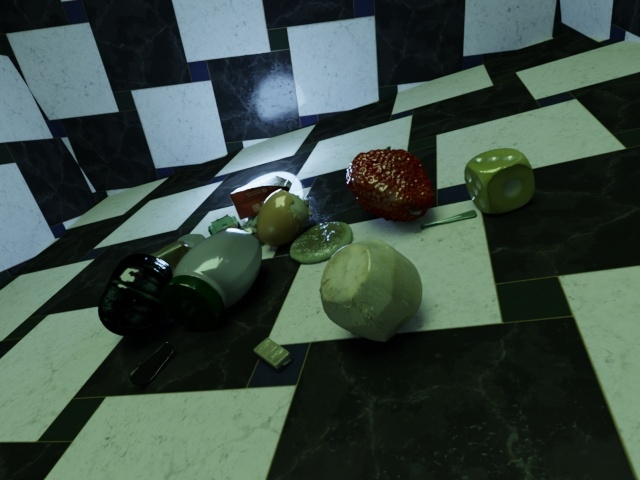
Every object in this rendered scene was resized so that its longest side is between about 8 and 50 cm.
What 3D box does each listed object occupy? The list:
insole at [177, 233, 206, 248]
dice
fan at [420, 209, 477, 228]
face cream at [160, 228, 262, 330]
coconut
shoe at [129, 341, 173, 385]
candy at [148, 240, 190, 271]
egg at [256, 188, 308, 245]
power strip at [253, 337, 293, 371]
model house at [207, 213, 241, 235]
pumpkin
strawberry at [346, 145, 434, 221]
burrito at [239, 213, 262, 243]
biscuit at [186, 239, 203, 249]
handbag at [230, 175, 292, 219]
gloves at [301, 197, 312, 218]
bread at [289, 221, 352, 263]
[{"bbox_3d":[-0.595,0.012,2.043,0.119,0.009,0.348,-34,31,-26],"label":"insole"},{"bbox_3d":[0.593,-0.200,1.424,0.166,0.169,0.169,-20,27,2],"label":"dice"},{"bbox_3d":[0.439,-0.070,1.471,0.193,0.016,0.038,-15,30,12],"label":"fan"},{"bbox_3d":[-0.373,0.119,1.505,0.312,0.220,0.357,-7,31,26],"label":"face cream"},{"bbox_3d":[0.135,0.134,1.104,0.245,0.247,0.245,-28,46,32],"label":"coconut"},{"bbox_3d":[-0.525,0.382,1.321,0.053,0.062,0.159,-14,26,43],"label":"shoe"},{"bbox_3d":[-0.700,0.091,1.931,0.234,0.102,0.104,-29,28,-19],"label":"candy"},{"bbox_3d":[-0.159,-0.087,1.744,0.244,0.201,0.201,-50,29,1],"label":"egg"},{"bbox_3d":[-0.130,0.314,1.176,0.056,0.032,0.123,-38,32,-26],"label":"power strip"},{"bbox_3d":[-0.424,-0.024,1.941,0.148,0.119,0.149,-24,39,-12],"label":"model house"},{"bbox_3d":[-0.642,0.198,1.525,0.315,0.238,0.315,-53,18,26],"label":"pumpkin"},{"bbox_3d":[0.258,-0.190,1.571,0.312,0.267,0.351,-1,36,-25],"label":"strawberry"},{"bbox_3d":[-0.240,-0.079,1.902,0.139,0.101,0.445,13,39,32],"label":"burrito"},{"bbox_3d":[-0.674,0.050,2.068,0.236,0.026,0.131,-29,29,-11],"label":"biscuit"},{"bbox_3d":[-0.277,-0.221,2.119,0.298,0.151,0.171,-16,15,9],"label":"handbag"},{"bbox_3d":[-0.114,-0.124,1.884,0.153,0.114,0.070,-15,1,-19],"label":"gloves"},{"bbox_3d":[0.000,0.000,1.644,0.266,0.040,0.267,-18,27,9],"label":"bread"}]
